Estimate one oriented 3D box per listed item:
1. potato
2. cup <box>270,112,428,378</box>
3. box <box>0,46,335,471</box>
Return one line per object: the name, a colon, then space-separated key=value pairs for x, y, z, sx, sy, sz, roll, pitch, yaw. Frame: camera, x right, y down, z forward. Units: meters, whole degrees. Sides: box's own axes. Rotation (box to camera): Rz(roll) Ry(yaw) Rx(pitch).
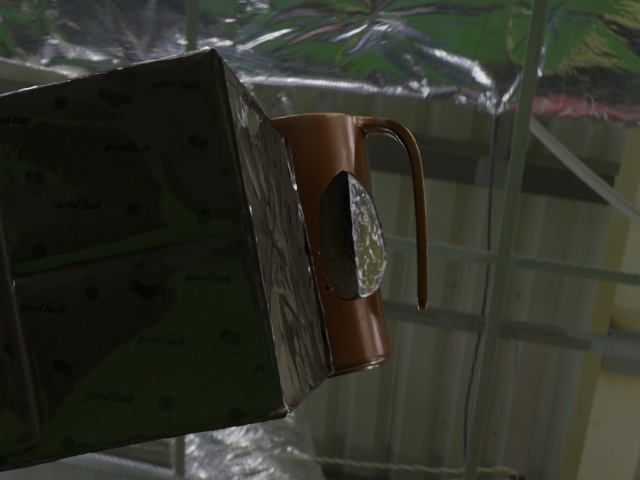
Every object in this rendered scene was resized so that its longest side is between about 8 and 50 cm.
potato: x=0.023 y=0.001 z=0.638 sx=0.037 sy=0.036 sz=0.093 roll=-25 pitch=-117 yaw=46
cup: x=0.000 y=0.000 z=0.884 sx=0.226 sy=0.182 sz=0.263 roll=-14 pitch=-98 yaw=7
box: x=-0.111 y=0.019 z=0.651 sx=0.191 sy=0.297 sz=0.225 roll=-12 pitch=-94 yaw=6
